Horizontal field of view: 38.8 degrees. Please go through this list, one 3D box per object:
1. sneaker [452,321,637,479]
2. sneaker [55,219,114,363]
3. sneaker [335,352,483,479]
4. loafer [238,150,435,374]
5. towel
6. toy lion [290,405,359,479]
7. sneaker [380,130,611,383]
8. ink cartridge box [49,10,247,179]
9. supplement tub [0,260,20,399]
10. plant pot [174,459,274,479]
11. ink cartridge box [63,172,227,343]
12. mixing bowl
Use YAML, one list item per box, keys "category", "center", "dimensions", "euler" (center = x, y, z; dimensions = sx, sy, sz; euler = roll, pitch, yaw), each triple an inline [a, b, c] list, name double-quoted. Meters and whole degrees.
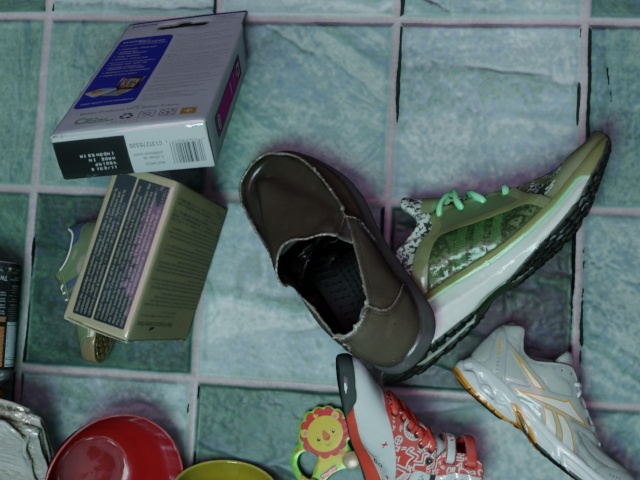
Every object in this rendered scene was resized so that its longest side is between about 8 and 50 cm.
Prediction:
- category: "sneaker"
  center: [0.297, 0.206, 1.119]
  dimensions: [0.262, 0.099, 0.121]
  euler: [40, 86, 8]
- category: "sneaker"
  center: [-0.318, 0.065, 1.231]
  dimensions: [0.086, 0.064, 0.192]
  euler: [7, 85, 16]
- category: "sneaker"
  center: [0.113, 0.239, 1.106]
  dimensions: [0.145, 0.090, 0.270]
  euler: [-15, 111, 3]
- category: "loafer"
  center: [0.000, 0.000, 1.098]
  dimensions: [0.134, 0.130, 0.366]
  euler: [-51, 52, 13]
- category: "towel"
  center: [-0.482, 0.255, 1.173]
  dimensions: [0.282, 0.187, 0.049]
  euler: [10, 46, 6]
- category: "toy lion"
  center: [0.002, 0.269, 1.184]
  dimensions: [0.100, 0.034, 0.096]
  euler: [-37, 74, 3]
- category: "sneaker"
  center: [0.184, -0.015, 1.133]
  dimensions: [0.410, 0.158, 0.182]
  euler: [-42, 73, 0]
- category: "ink cartridge box"
  center: [-0.193, -0.194, 1.131]
  dimensions: [0.175, 0.371, 0.069]
  euler: [-5, 124, 7]
- category: "supplement tub"
  center: [-0.467, 0.121, 1.214]
  dimensions: [0.117, 0.117, 0.190]
  euler: [3, 85, 8]
- category: "plant pot"
  center: [-0.123, 0.356, 1.153]
  dimensions: [0.134, 0.134, 0.095]
  euler: [9, 111, 8]
- category: "ink cartridge box"
  center: [-0.208, 0.023, 1.130]
  dimensions: [0.088, 0.234, 0.193]
  euler: [18, 87, 9]
- category: "mixing bowl"
  center: [-0.278, 0.307, 1.165]
  dimensions: [0.181, 0.098, 0.181]
  euler: [1, 88, -32]
